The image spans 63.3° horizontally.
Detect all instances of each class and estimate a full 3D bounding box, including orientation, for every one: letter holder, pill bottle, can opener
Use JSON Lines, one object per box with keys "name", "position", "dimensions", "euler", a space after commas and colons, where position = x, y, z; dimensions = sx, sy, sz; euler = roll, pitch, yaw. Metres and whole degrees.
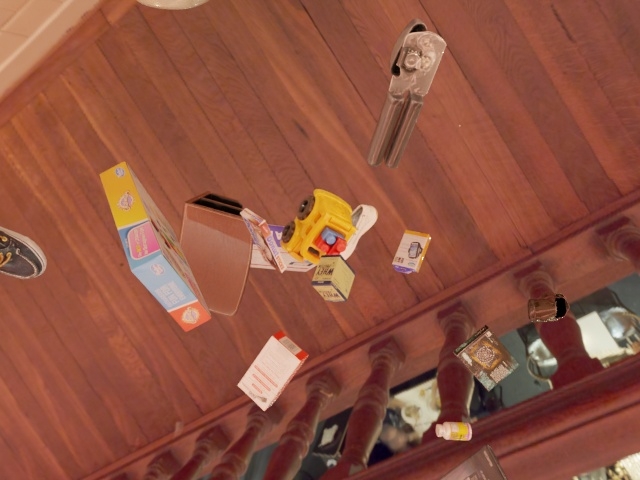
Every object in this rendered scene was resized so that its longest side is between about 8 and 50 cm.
{"name": "letter holder", "position": [-0.286, 0.040, 1.507], "dimensions": [0.215, 0.152, 0.301], "euler": [16, 109, 8]}
{"name": "pill bottle", "position": [0.341, 0.489, 1.334], "dimensions": [0.084, 0.043, 0.043], "euler": [4, 104, -5]}
{"name": "can opener", "position": [0.154, -0.272, 0.992], "dimensions": [0.076, 0.095, 0.283], "euler": [6, 136, -12]}

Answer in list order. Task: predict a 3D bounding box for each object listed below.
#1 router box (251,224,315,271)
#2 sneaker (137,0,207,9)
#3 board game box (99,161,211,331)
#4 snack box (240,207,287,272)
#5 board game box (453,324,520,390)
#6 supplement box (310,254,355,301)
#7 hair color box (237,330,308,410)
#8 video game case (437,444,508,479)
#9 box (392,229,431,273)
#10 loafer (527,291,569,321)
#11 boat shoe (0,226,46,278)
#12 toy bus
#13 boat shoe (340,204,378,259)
{"name": "router box", "position": [-0.151, 0.033, 1.941], "dimensions": [0.336, 0.301, 0.082], "euler": [7, 71, -23]}
{"name": "sneaker", "position": [-0.102, -0.295, 0.445], "dimensions": [0.083, 0.222, 0.118], "euler": [8, 134, -1]}
{"name": "board game box", "position": [-0.357, 0.011, 1.122], "dimensions": [0.064, 0.242, 0.316], "euler": [-29, 50, -8]}
{"name": "snack box", "position": [-0.124, 0.003, 1.155], "dimensions": [0.064, 0.178, 0.022], "euler": [33, 67, 33]}
{"name": "board game box", "position": [0.493, 0.349, 1.536], "dimensions": [0.126, 0.026, 0.186], "euler": [-41, 113, 4]}
{"name": "supplement box", "position": [0.031, 0.090, 1.231], "dimensions": [0.056, 0.083, 0.083], "euler": [-4, 142, 35]}
{"name": "hair color box", "position": [-0.114, 0.310, 1.240], "dimensions": [0.093, 0.053, 0.167], "euler": [39, 107, 14]}
{"name": "video game case", "position": [0.321, 0.628, 1.209], "dimensions": [0.274, 0.196, 0.026], "euler": [-41, 109, 11]}
{"name": "box", "position": [0.275, 0.038, 1.581], "dimensions": [0.081, 0.028, 0.136], "euler": [14, 74, 35]}
{"name": "loafer", "position": [0.613, 0.180, 1.360], "dimensions": [0.078, 0.220, 0.080], "euler": [-5, 90, 39]}
{"name": "boat shoe", "position": [-0.440, 0.019, 0.683], "dimensions": [0.065, 0.183, 0.083], "euler": [-31, 50, 3]}
{"name": "toy bus", "position": [0.000, 0.000, 1.471], "dimensions": [0.150, 0.211, 0.220], "euler": [26, 114, -27]}
{"name": "boat shoe", "position": [0.092, -0.026, 1.923], "dimensions": [0.277, 0.096, 0.098], "euler": [-54, 49, 16]}
